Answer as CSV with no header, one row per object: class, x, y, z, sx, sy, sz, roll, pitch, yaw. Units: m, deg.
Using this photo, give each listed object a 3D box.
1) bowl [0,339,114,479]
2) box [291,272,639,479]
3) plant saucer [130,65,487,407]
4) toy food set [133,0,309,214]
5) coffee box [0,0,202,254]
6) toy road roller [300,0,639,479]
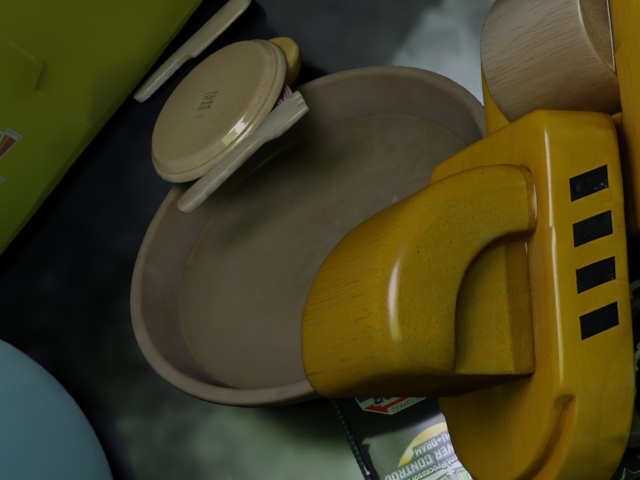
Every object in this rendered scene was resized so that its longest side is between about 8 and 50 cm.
bowl,-0.304,0.205,1.324,0.311,0.163,0.312,-1,86,10
box,0.141,0.073,1.287,0.270,0.060,0.216,-28,69,11
plant saucer,0.000,0.000,1.310,0.278,0.041,0.278,-21,43,21
toy food set,-0.063,-0.089,1.383,0.132,0.038,0.192,-41,32,11
coffee box,-0.341,-0.193,1.372,0.334,0.337,0.338,40,91,24
toy road roller,0.117,-0.016,1.113,0.240,0.202,0.330,1,79,-21
